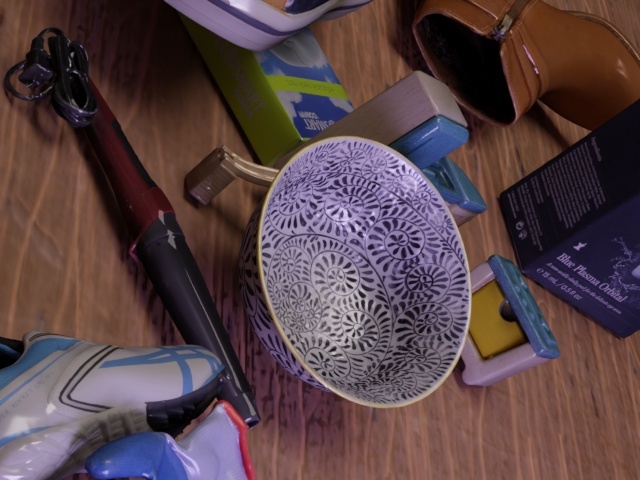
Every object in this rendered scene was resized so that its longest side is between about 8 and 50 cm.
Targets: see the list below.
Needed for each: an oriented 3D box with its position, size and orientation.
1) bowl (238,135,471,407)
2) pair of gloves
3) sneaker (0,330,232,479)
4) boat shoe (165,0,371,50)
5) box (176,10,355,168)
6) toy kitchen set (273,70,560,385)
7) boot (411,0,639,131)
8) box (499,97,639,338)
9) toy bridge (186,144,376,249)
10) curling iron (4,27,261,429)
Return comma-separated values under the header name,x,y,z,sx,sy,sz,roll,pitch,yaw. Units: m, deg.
name,x,y,z,sx,sy,sz,roll,pitch,yaw
bowl,0.007,0.026,1.152,0.170,0.080,0.170,13,69,-37
pair of gloves,-0.058,0.177,0.874,0.159,0.023,0.198,-34,112,-58
sneaker,-0.119,0.076,0.907,0.086,0.085,0.237,50,20,13
boat shoe,-0.014,-0.263,1.339,0.187,0.156,0.500,33,18,-1
box,-0.031,-0.115,1.332,0.109,0.042,0.178,-1,58,-59
toy kitchen set,0.093,0.001,1.282,0.207,0.122,0.166,15,45,-62
boot,0.196,-0.159,1.690,0.283,0.109,0.220,45,26,-14
box,0.266,-0.016,1.581,0.156,0.158,0.093,31,34,-39
toy bridge,0.000,0.000,1.216,0.188,0.063,0.026,41,18,-25
curling iron,-0.108,-0.007,1.078,0.068,0.035,0.274,-6,63,-57
